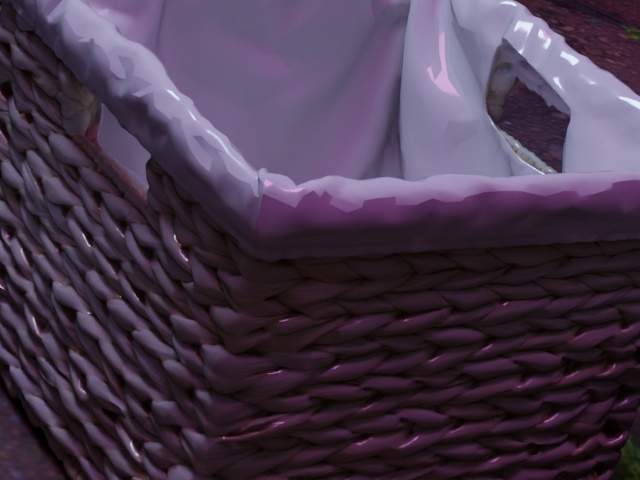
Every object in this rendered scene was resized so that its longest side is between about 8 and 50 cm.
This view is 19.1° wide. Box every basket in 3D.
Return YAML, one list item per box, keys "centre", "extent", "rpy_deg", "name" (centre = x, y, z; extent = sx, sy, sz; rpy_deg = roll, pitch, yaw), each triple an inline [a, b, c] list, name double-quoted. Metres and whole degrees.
- centre: [0.000, 0.000, 1.123]
  extent: [0.331, 0.266, 0.328]
  rpy_deg: [-5, 33, -33]
  name: "basket"

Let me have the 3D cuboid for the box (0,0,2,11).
- centre: [-0.275, -0.084, 1.184]
  extent: [0.322, 0.232, 0.058]
  rpy_deg: [3, 27, -20]
  name: "box"
